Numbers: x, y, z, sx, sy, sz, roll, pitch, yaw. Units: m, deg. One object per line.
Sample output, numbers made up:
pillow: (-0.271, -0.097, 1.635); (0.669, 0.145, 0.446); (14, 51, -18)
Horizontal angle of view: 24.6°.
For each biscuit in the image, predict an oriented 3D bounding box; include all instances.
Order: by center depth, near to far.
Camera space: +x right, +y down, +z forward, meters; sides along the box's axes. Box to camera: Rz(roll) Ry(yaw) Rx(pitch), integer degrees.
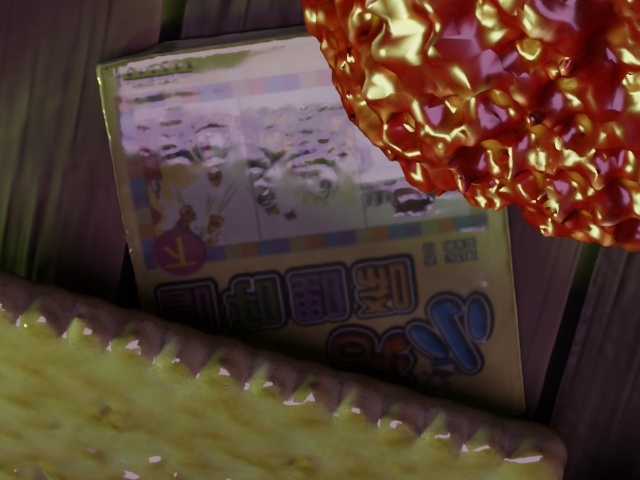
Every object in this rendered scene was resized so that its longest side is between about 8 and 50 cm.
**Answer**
biscuit: (-0.069, 0.128, 0.665); (0.324, 0.044, 0.217); (15, 115, -8)

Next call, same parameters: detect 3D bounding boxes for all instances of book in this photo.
book: (0.000, 0.000, 0.646); (0.168, 0.013, 0.192); (-7, 110, 4)

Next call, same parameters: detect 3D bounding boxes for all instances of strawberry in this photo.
strawberry: (0.123, -0.108, 0.475); (0.261, 0.258, 0.261); (-3, 111, -7)
